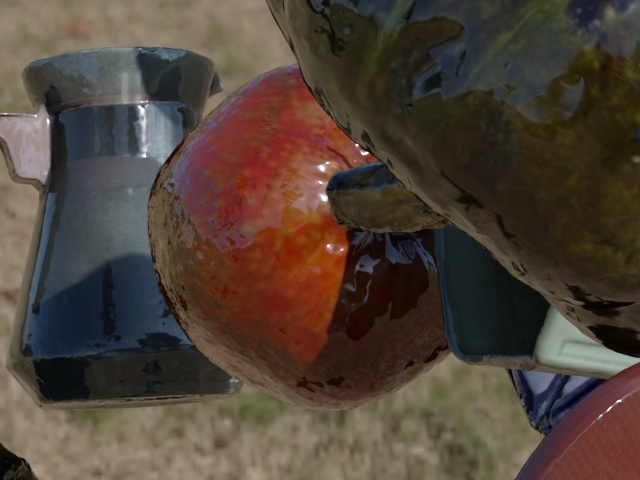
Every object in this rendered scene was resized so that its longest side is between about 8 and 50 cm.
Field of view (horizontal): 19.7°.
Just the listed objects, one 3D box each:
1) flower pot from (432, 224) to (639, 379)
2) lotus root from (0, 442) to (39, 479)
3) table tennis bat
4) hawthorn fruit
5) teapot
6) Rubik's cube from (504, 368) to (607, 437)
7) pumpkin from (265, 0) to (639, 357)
[{"bbox_3d":[0.203,-0.010,1.212,0.190,0.209,0.239,8,-5,-20],"label":"flower pot"},{"bbox_3d":[-0.427,0.218,1.715,0.314,0.142,0.210,-17,2,14],"label":"lotus root"},{"bbox_3d":[0.148,0.192,1.037,0.310,0.200,0.038,-44,40,-12],"label":"table tennis bat"},{"bbox_3d":[0.000,0.000,1.439,0.275,0.275,0.300,-12,-4,-11],"label":"hawthorn fruit"},{"bbox_3d":[-0.216,-0.005,1.845,0.300,0.344,0.253,-1,-10,-22],"label":"teapot"},{"bbox_3d":[0.353,0.127,1.681,0.310,0.307,0.305,-35,21,6],"label":"Rubik's cube"},{"bbox_3d":[0.108,-0.056,0.795,0.242,0.325,0.232,-45,25,18],"label":"pumpkin"}]
